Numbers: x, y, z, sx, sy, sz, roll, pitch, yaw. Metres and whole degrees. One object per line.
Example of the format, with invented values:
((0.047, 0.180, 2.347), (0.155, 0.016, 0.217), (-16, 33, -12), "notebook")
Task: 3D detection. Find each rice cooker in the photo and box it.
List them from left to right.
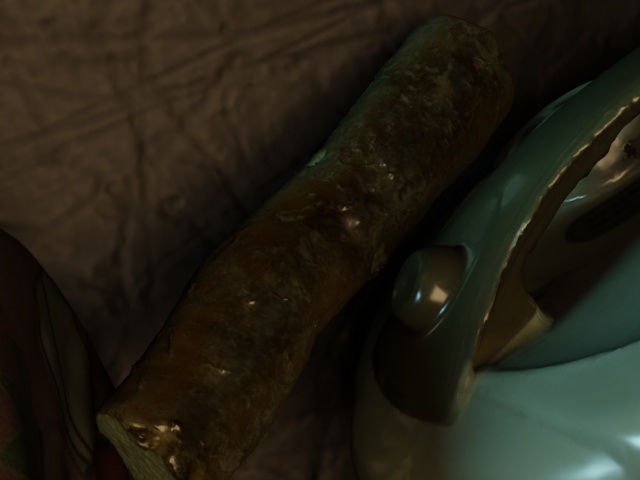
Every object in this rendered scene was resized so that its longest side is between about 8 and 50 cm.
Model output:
((0.202, 0.065, 0.512), (0.335, 0.335, 0.325), (-38, 106, -10), "rice cooker")

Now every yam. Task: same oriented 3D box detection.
((0.000, 0.000, 0.527), (0.061, 0.061, 0.253), (50, 54, -16), "yam")

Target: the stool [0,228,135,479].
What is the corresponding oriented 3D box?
((-0.148, 0.144, 0.457), (0.178, 0.272, 0.272), (-17, 102, 0), "stool")
